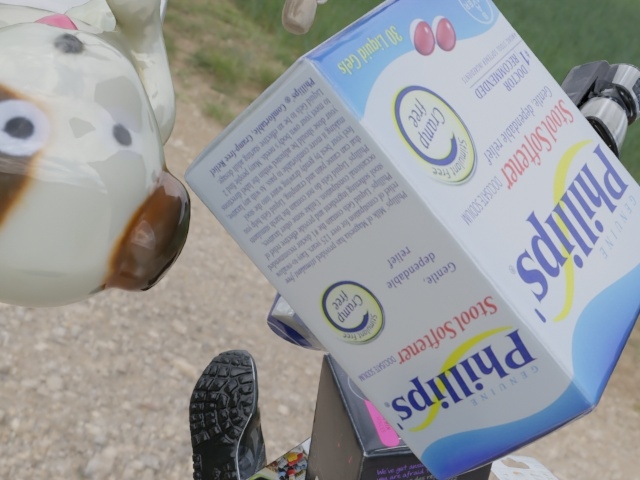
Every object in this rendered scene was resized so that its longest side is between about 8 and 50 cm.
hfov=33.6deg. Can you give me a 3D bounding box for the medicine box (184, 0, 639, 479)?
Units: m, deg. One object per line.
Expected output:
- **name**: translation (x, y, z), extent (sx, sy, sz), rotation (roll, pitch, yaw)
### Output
- **medicine box**: translation (0.096, -0.026, 0.789), extent (0.289, 0.149, 0.263), rotation (50, 39, -3)

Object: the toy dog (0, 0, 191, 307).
- **toy dog**: translation (-0.268, -0.078, 0.878), extent (0.284, 0.396, 0.408), rotation (21, 1, -28)

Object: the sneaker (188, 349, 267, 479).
- **sneaker**: translation (-0.135, 0.312, 1.638), extent (0.107, 0.284, 0.124), rotation (2, -8, 22)

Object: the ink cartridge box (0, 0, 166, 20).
- **ink cartridge box**: translation (-0.285, -0.276, 1.235), extent (0.203, 0.086, 0.148), rotation (14, -2, -10)

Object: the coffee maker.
- **coffee maker**: translation (0.362, -0.173, 1.497), extent (0.171, 0.120, 0.178), rotation (15, 42, 24)

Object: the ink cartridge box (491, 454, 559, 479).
- **ink cartridge box**: translation (0.258, 0.320, 1.223), extent (0.145, 0.045, 0.179), rotation (17, 20, -45)

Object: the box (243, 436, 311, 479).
- **box**: translation (-0.065, 0.347, 1.321), extent (0.114, 0.207, 0.036), rotation (56, 19, 8)

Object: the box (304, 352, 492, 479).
- **box**: translation (0.070, 0.269, 1.120), extent (0.143, 0.270, 0.165), rotation (-1, 30, -16)

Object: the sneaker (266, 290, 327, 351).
- **sneaker**: translation (0.000, -0.001, 1.397), extent (0.182, 0.316, 0.127), rotation (1, -37, 42)

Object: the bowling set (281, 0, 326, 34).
- **bowling set**: translation (-0.060, -0.386, 1.267), extent (0.287, 0.154, 0.199), rotation (25, -17, -31)
